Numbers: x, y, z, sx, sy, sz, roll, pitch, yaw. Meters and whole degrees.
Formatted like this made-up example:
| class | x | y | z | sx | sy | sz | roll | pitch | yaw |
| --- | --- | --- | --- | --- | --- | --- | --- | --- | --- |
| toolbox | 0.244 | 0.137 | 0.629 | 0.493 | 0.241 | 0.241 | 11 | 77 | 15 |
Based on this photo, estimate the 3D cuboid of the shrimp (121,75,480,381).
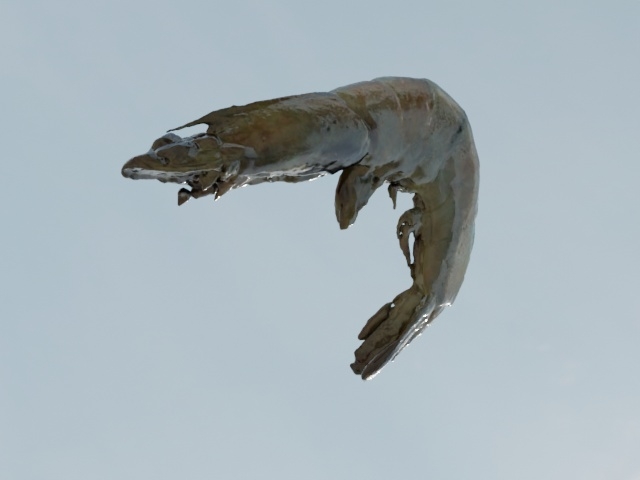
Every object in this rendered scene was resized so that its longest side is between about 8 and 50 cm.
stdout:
| class | x | y | z | sx | sy | sz | roll | pitch | yaw |
| --- | --- | --- | --- | --- | --- | --- | --- | --- | --- |
| shrimp | -0.002 | -0.001 | 0.926 | 0.035 | 0.195 | 0.148 | 22 | -62 | 57 |
